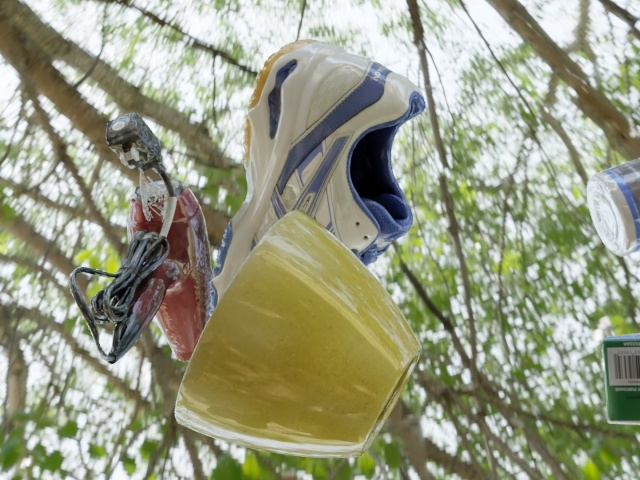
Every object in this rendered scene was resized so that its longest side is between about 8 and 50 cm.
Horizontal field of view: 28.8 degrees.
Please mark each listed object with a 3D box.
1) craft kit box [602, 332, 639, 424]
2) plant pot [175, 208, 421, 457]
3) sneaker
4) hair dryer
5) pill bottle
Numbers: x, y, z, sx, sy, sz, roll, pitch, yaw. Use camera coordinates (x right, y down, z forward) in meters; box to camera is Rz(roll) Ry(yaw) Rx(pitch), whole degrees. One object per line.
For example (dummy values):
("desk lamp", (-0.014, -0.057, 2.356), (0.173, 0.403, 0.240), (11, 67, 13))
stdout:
("craft kit box", (0.330, 0.071, 0.730), (0.249, 0.246, 0.061), (-5, -90, 37))
("plant pot", (-0.003, 0.064, 0.675), (0.095, 0.134, 0.134), (29, -72, 11))
("sneaker", (0.000, 0.000, 0.970), (0.131, 0.112, 0.296), (19, -65, 24))
("hair dryer", (-0.171, 0.036, 1.188), (0.080, 0.224, 0.293), (3, -24, 19))
("pill bottle", (0.311, -0.043, 1.093), (0.137, 0.078, 0.078), (-20, -71, -7))
